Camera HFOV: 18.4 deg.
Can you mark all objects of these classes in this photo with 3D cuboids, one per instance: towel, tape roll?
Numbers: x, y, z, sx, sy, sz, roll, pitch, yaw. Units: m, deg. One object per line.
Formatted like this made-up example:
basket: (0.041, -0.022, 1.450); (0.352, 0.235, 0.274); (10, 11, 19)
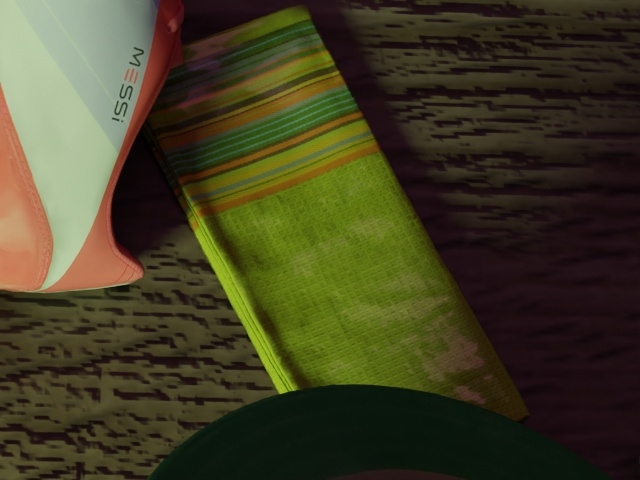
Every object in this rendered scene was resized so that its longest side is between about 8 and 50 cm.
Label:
towel: (0.000, 0.000, 0.930); (0.102, 0.021, 0.237); (-24, 72, -14)
tape roll: (0.046, 0.207, 0.743); (0.321, 0.077, 0.321); (19, 43, -19)

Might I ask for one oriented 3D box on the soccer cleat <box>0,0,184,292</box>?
soccer cleat: (-0.107, -0.132, 0.883); (0.116, 0.108, 0.318); (11, 96, -19)
